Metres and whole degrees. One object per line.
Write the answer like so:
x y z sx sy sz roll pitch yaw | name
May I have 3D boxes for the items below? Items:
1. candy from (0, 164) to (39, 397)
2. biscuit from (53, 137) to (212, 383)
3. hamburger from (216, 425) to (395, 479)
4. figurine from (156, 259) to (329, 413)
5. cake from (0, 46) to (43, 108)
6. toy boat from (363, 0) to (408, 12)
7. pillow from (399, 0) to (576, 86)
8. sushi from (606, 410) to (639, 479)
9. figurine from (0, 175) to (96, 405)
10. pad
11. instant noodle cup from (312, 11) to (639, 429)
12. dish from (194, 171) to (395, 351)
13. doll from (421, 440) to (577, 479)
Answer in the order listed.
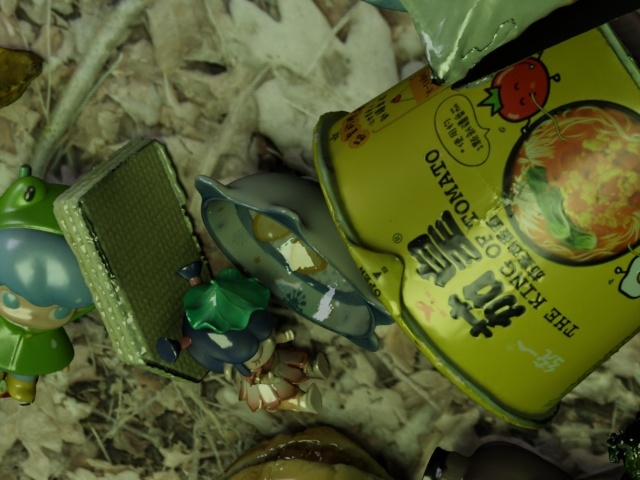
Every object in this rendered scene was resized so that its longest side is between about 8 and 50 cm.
-0.337 0.050 1.623 0.084 0.078 0.287 20 117 14 | candy
-0.173 0.036 1.487 0.052 0.150 0.252 -5 118 32 | biscuit
0.005 0.348 1.605 0.283 0.144 0.259 41 123 -11 | hamburger
-0.078 0.110 1.492 0.102 0.111 0.195 -10 136 25 | figurine
-0.379 -0.154 1.487 0.185 0.116 0.079 11 124 11 | cake
0.015 -0.319 1.218 0.330 0.123 0.215 47 123 -7 | toy boat
0.145 -0.305 1.072 0.312 0.119 0.310 -32 69 7 | pillow
0.330 0.211 1.444 0.085 0.056 0.083 -11 121 26 | sushi
-0.300 0.053 1.541 0.162 0.143 0.263 19 120 -13 | figurine
0.194 -0.203 1.124 0.159 0.265 0.009 -22 115 32 | pad
0.189 -0.045 1.200 0.254 0.325 0.325 -37 101 21 | instant noodle cup
0.000 0.000 1.407 0.228 0.086 0.236 19 155 41 | dish
0.227 0.279 1.468 0.257 0.182 0.117 25 81 20 | doll
